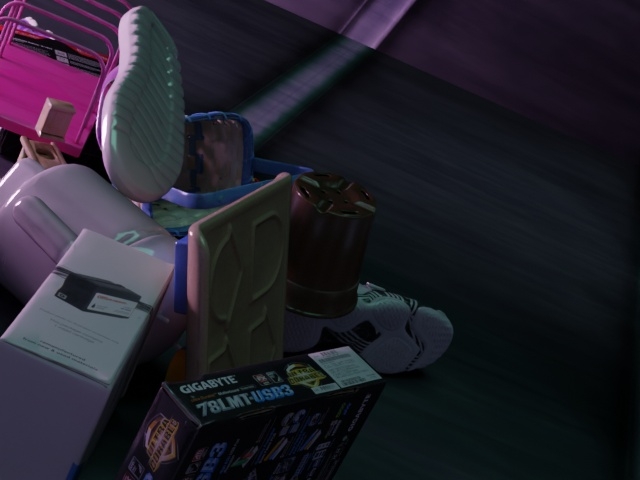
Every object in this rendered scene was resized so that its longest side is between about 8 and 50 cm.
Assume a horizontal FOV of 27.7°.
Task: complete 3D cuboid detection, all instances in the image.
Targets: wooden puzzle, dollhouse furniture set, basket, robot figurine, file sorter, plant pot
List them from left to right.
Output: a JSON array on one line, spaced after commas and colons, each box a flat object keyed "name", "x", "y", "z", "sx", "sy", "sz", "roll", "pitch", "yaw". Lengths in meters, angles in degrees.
[{"name": "dollhouse furniture set", "x": -0.459, "y": -0.119, "z": 1.919, "sx": 0.161, "sy": 0.182, "sz": 0.101, "roll": 10, "pitch": 28, "yaw": -34}, {"name": "file sorter", "x": -0.433, "y": -0.304, "z": 2.111, "sx": 0.202, "sy": 0.182, "sz": 0.290, "roll": 22, "pitch": 26, "yaw": -9}, {"name": "robot figurine", "x": -0.304, "y": 0.035, "z": 1.734, "sx": 0.353, "sy": 0.200, "sz": 0.300, "roll": 37, "pitch": -3, "yaw": 26}, {"name": "basket", "x": -0.187, "y": -0.108, "z": 2.110, "sx": 0.255, "sy": 0.201, "sz": 0.289, "roll": -11, "pitch": 16, "yaw": -41}, {"name": "wooden puzzle", "x": -0.123, "y": 0.097, "z": 1.678, "sx": 0.081, "sy": 0.322, "sz": 0.348, "roll": 8, "pitch": 17, "yaw": 14}, {"name": "plant pot", "x": 0.000, "y": 0.000, "z": 1.879, "sx": 0.167, "sy": 0.165, "sz": 0.167, "roll": 15, "pitch": 29, "yaw": -9}]

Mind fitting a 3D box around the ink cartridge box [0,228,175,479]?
[{"name": "ink cartridge box", "x": -0.289, "y": 0.153, "z": 1.464, "sx": 0.129, "sy": 0.223, "sz": 0.307, "roll": 24, "pitch": 23, "yaw": -3}]

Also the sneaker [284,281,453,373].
[{"name": "sneaker", "x": 0.029, "y": 0.087, "z": 2.051, "sx": 0.366, "sy": 0.137, "sz": 0.210, "roll": 11, "pitch": 30, "yaw": -26}]

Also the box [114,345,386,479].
[{"name": "box", "x": -0.098, "y": 0.257, "z": 1.353, "sx": 0.293, "sy": 0.295, "sz": 0.073, "roll": -4, "pitch": 38, "yaw": -49}]

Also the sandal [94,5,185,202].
[{"name": "sandal", "x": -0.282, "y": -0.191, "z": 1.950, "sx": 0.169, "sy": 0.102, "sz": 0.416, "roll": 52, "pitch": 25, "yaw": -34}]

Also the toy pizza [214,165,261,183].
[{"name": "toy pizza", "x": -0.142, "y": -0.111, "z": 2.335, "sx": 0.201, "sy": 0.032, "sz": 0.201, "roll": 35, "pitch": 0, "yaw": 0}]

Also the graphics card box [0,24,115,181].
[{"name": "graphics card box", "x": -0.465, "y": -0.246, "z": 2.299, "sx": 0.233, "sy": 0.094, "sz": 0.371, "roll": 14, "pitch": 25, "yaw": -26}]

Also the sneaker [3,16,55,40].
[{"name": "sneaker", "x": -0.572, "y": -0.385, "z": 2.549, "sx": 0.071, "sy": 0.068, "sz": 0.170, "roll": -14, "pitch": 34, "yaw": -35}]
